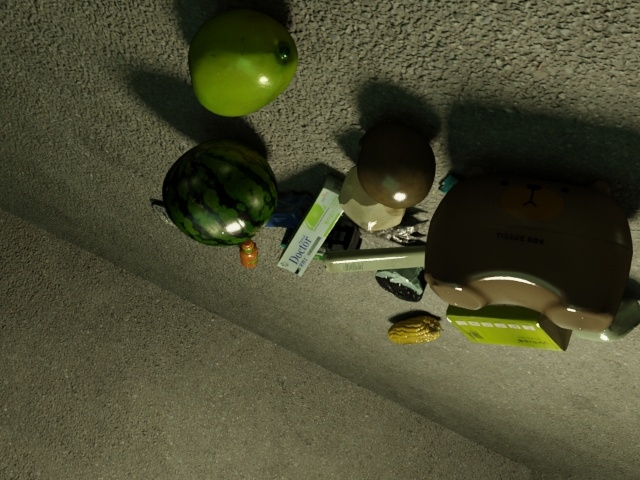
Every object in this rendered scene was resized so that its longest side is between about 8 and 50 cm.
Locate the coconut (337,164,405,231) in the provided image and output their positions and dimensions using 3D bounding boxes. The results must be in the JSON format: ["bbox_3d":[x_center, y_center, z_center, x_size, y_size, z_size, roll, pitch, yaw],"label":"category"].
[{"bbox_3d":[0.123,-0.099,1.504,0.161,0.162,0.161,20,157,9],"label":"coconut"}]

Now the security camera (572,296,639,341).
[{"bbox_3d":[0.669,0.194,1.672,0.301,0.157,0.080,-9,108,63],"label":"security camera"}]

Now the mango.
[{"bbox_3d":[-0.171,-0.335,1.269,0.192,0.156,0.343,33,158,-20],"label":"mango"}]

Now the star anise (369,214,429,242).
[{"bbox_3d":[0.191,-0.037,1.715,0.204,0.061,0.180,14,156,23],"label":"star anise"}]

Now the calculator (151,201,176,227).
[{"bbox_3d":[-0.505,-0.068,2.387,0.268,0.040,0.177,20,158,12],"label":"calculator"}]

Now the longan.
[{"bbox_3d":[0.149,-0.163,1.353,0.204,0.159,0.185,46,156,41],"label":"longan"}]

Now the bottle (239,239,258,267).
[{"bbox_3d":[-0.261,0.040,2.349,0.069,0.069,0.187,21,159,6],"label":"bottle"}]

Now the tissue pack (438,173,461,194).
[{"bbox_3d":[0.338,-0.101,1.467,0.138,0.028,0.085,22,158,-4],"label":"tissue pack"}]

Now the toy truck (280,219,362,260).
[{"bbox_3d":[0.000,0.000,1.934,0.253,0.114,0.124,8,157,30],"label":"toy truck"}]

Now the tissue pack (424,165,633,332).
[{"bbox_3d":[0.421,0.016,1.324,0.387,0.277,0.267,11,164,23],"label":"tissue pack"}]

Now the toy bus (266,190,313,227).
[{"bbox_3d":[-0.118,-0.084,1.879,0.236,0.094,0.079,2,150,43],"label":"toy bus"}]

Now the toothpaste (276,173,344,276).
[{"bbox_3d":[-0.017,-0.032,1.756,0.081,0.067,0.336,26,133,-8],"label":"toothpaste"}]

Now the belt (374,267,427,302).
[{"bbox_3d":[0.250,0.118,1.992,0.151,0.078,0.198,11,154,34],"label":"belt"}]

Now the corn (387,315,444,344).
[{"bbox_3d":[0.336,0.328,2.367,0.101,0.101,0.310,31,159,-16],"label":"corn"}]

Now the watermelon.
[{"bbox_3d":[-0.251,-0.123,1.664,0.285,0.285,0.285,20,158,9],"label":"watermelon"}]

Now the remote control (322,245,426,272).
[{"bbox_3d":[0.160,0.053,1.827,0.309,0.038,0.090,-4,148,2],"label":"remote control"}]

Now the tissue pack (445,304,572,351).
[{"bbox_3d":[0.497,0.155,1.658,0.274,0.200,0.167,-3,144,49],"label":"tissue pack"}]
